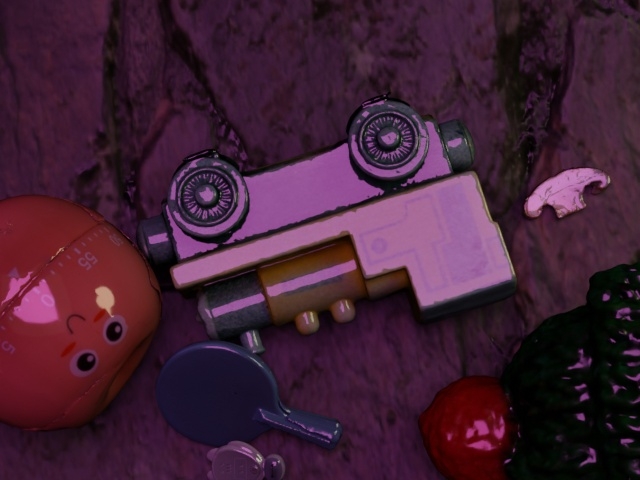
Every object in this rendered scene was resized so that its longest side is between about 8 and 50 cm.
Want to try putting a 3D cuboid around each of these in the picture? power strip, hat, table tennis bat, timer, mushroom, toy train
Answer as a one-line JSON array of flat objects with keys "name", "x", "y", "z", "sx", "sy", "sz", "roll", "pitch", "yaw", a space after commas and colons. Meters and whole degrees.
[{"name": "power strip", "x": -0.076, "y": 0.234, "z": 1.653, "sx": 0.083, "sy": 0.035, "sz": 0.055, "roll": 1, "pitch": 98, "yaw": 10}, {"name": "hat", "x": 0.256, "y": 0.164, "z": 1.570, "sx": 0.332, "sy": 0.242, "sz": 0.274, "roll": -7, "pitch": 62, "yaw": 12}, {"name": "table tennis bat", "x": -0.073, "y": 0.173, "z": 1.645, "sx": 0.201, "sy": 0.033, "sz": 0.124, "roll": 20, "pitch": 116, "yaw": -7}, {"name": "timer", "x": -0.278, "y": 0.073, "z": 1.594, "sx": 0.215, "sy": 0.229, "sz": 0.229, "roll": 37, "pitch": 79, "yaw": -2}, {"name": "mushroom", "x": 0.266, "y": -0.051, "z": 1.724, "sx": 0.101, "sy": 0.019, "sz": 0.049, "roll": -20, "pitch": 75, "yaw": -2}, {"name": "toy train", "x": 0.000, "y": 0.000, "z": 1.657, "sx": 0.369, "sy": 0.150, "sz": 0.237, "roll": -18, "pitch": 82, "yaw": -2}]
